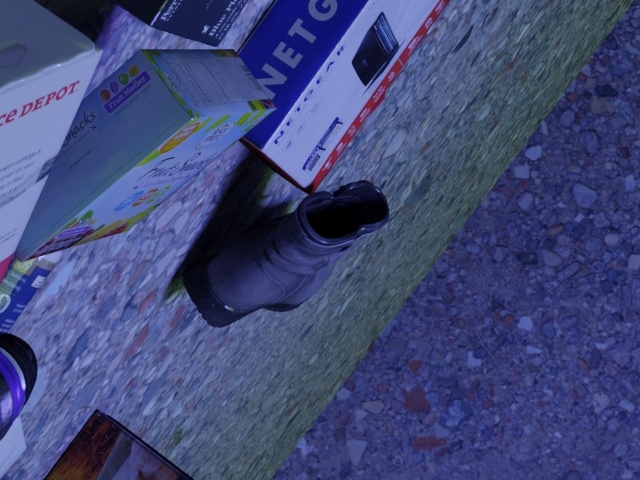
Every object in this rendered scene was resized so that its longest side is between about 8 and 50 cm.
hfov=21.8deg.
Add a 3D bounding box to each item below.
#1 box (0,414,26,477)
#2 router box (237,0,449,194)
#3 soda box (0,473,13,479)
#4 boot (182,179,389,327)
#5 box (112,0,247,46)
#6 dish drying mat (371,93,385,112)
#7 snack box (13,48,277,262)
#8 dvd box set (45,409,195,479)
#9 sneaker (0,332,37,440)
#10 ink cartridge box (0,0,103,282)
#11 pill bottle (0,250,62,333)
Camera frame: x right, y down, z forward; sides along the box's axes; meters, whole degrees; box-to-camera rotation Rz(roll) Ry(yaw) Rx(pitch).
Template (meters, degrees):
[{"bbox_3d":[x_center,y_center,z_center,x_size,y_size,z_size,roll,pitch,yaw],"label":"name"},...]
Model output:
[{"bbox_3d":[-0.329,0.177,1.453,0.102,0.101,0.087,-51,168,-24],"label":"box"},{"bbox_3d":[0.029,-0.225,1.789,0.335,0.082,0.301,-54,169,1],"label":"router box"},{"bbox_3d":[-0.406,0.319,1.563,0.286,0.098,0.091,-51,168,-15],"label":"soda box"},{"bbox_3d":[0.000,0.000,2.030,0.223,0.118,0.338,-32,-179,27],"label":"boot"},{"bbox_3d":[-0.094,-0.237,1.238,0.156,0.093,0.158,-56,168,9],"label":"box"},{"bbox_3d":[0.078,-0.201,2.241,0.032,0.008,0.083,-50,169,-17],"label":"dish drying mat"},{"bbox_3d":[-0.143,-0.070,1.270,0.174,0.070,0.207,-38,177,15],"label":"snack box"},{"bbox_3d":[-0.272,0.459,1.986,0.420,0.307,0.062,-53,166,-5],"label":"dvd box set"},{"bbox_3d":[-0.317,0.148,1.198,0.293,0.102,0.146,-25,-172,23],"label":"sneaker"},{"bbox_3d":[-0.264,-0.041,1.093,0.172,0.100,0.237,-37,160,-56],"label":"ink cartridge box"},{"bbox_3d":[-0.284,0.050,1.286,0.169,0.094,0.094,-55,169,1],"label":"pill bottle"}]
